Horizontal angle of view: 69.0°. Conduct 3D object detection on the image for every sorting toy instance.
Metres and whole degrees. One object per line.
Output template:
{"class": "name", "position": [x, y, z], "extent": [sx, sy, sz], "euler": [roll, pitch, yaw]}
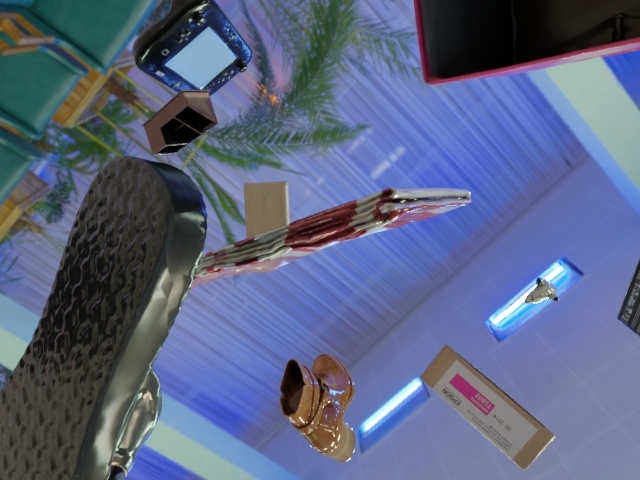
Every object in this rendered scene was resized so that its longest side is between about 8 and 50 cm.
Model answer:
{"class": "sorting toy", "position": [-0.134, -0.053, 1.198], "extent": [0.208, 0.038, 0.193], "euler": [6, -79, 51]}

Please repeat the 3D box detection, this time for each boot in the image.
{"class": "boot", "position": [-0.008, 0.222, 0.716], "extent": [0.072, 0.152, 0.197], "euler": [-32, -146, 10]}

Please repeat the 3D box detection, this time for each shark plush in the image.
{"class": "shark plush", "position": [0.594, 0.132, 1.261], "extent": [0.067, 0.073, 0.161], "euler": [-48, 169, 29]}

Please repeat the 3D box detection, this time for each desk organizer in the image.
{"class": "desk organizer", "position": [-0.210, -0.173, 0.694], "extent": [0.130, 0.050, 0.047], "euler": [-17, -179, 44]}

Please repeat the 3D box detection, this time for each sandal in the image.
{"class": "sandal", "position": [-0.204, 0.142, 0.438], "extent": [0.167, 0.107, 0.446], "euler": [38, -75, 31]}

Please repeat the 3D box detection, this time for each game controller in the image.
{"class": "game controller", "position": [-0.225, -0.345, 0.868], "extent": [0.166, 0.067, 0.319], "euler": [-46, 179, 7]}

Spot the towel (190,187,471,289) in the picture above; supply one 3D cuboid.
{"class": "towel", "position": [0.000, 0.000, 0.586], "extent": [0.328, 0.037, 0.237], "euler": [-18, 176, 34]}

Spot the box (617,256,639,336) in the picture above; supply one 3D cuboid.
{"class": "box", "position": [0.686, 0.110, 0.851], "extent": [0.060, 0.270, 0.216], "euler": [-16, -144, -12]}

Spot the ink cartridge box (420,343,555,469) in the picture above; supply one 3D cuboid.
{"class": "ink cartridge box", "position": [0.317, 0.317, 0.919], "extent": [0.088, 0.234, 0.193], "euler": [-49, 158, 0]}

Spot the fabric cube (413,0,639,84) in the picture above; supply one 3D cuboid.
{"class": "fabric cube", "position": [0.243, -0.293, 0.400], "extent": [0.254, 0.260, 0.258], "euler": [2, -161, 41]}
